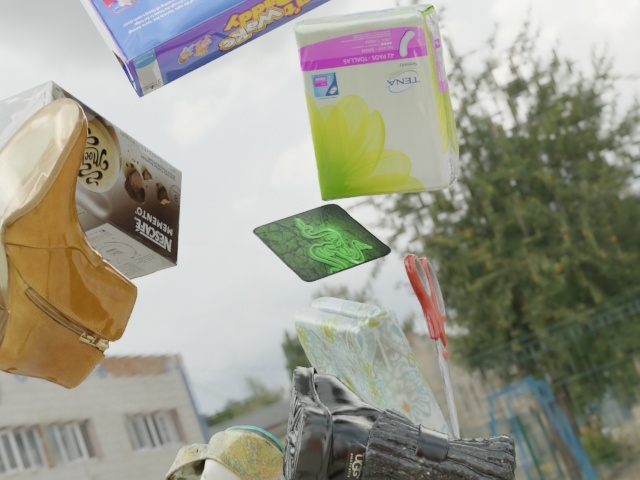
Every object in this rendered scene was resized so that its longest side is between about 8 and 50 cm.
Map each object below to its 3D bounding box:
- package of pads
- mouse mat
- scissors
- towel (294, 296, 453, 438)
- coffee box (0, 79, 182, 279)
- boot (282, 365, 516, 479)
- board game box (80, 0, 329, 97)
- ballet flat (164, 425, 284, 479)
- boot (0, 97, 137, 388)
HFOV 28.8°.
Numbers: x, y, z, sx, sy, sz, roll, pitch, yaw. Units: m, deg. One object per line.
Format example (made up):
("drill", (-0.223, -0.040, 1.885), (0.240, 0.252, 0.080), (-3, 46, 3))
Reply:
("package of pads", (0.096, -0.220, 1.994), (0.229, 0.297, 0.101), (-4, 16, 20))
("mouse mat", (0.000, 0.000, 1.902), (0.152, 0.189, 0.007), (-19, -55, -22))
("scissors", (0.173, 0.149, 1.749), (0.021, 0.297, 0.109), (-23, -27, 16))
("towel", (0.093, 0.256, 2.128), (0.090, 0.320, 0.374), (-31, 11, -17))
("coffee box", (-0.334, -0.076, 1.793), (0.119, 0.168, 0.297), (-16, -31, 27))
("boot", (0.088, 0.257, 1.539), (0.260, 0.131, 0.348), (8, 7, -5))
("board game box", (-0.103, -0.336, 1.351), (0.347, 0.233, 0.078), (-29, -20, -10))
("ballet flat", (-0.158, 0.369, 1.941), (0.123, 0.123, 0.348), (-15, -6, -28))
("boot", (-0.273, 0.010, 1.347), (0.211, 0.104, 0.295), (27, -86, -46))
